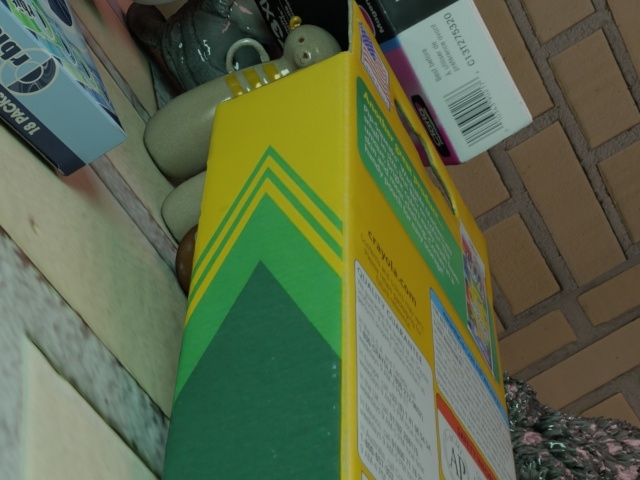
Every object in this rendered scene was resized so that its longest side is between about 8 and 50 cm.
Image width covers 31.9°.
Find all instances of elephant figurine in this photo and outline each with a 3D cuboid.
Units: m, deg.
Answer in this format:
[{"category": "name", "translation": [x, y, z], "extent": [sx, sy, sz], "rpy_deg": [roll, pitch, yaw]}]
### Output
[{"category": "elephant figurine", "translation": [-0.092, -0.187, 1.037], "extent": [0.186, 0.169, 0.239], "rpy_deg": [31, 14, 16]}]

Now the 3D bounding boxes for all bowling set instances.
[{"category": "bowling set", "translation": [0.000, 0.000, 0.720], "extent": [0.287, 0.154, 0.200], "rpy_deg": [58, 5, -5]}]

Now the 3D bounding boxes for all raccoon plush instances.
[{"category": "raccoon plush", "translation": [0.322, 0.214, 1.224], "extent": [0.216, 0.446, 0.299], "rpy_deg": [43, -26, 33]}]

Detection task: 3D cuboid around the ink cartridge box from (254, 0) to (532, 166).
[{"category": "ink cartridge box", "translation": [0.030, -0.144, 0.868], "extent": [0.175, 0.069, 0.371], "rpy_deg": [61, -9, -9]}]

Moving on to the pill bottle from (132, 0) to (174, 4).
[{"category": "pill bottle", "translation": [-0.166, -0.292, 0.813], "extent": [0.152, 0.152, 0.272], "rpy_deg": [62, 6, 28]}]

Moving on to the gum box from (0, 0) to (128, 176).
[{"category": "gum box", "translation": [-0.169, -0.141, 0.523], "extent": [0.184, 0.041, 0.157], "rpy_deg": [63, 6, 34]}]

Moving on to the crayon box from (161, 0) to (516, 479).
[{"category": "crayon box", "translation": [0.023, 0.057, 0.540], "extent": [0.203, 0.083, 0.323], "rpy_deg": [56, 24, -36]}]

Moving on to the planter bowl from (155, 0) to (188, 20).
[{"category": "planter bowl", "translation": [-0.145, -0.288, 1.262], "extent": [0.162, 0.109, 0.162], "rpy_deg": [58, 5, -8]}]
